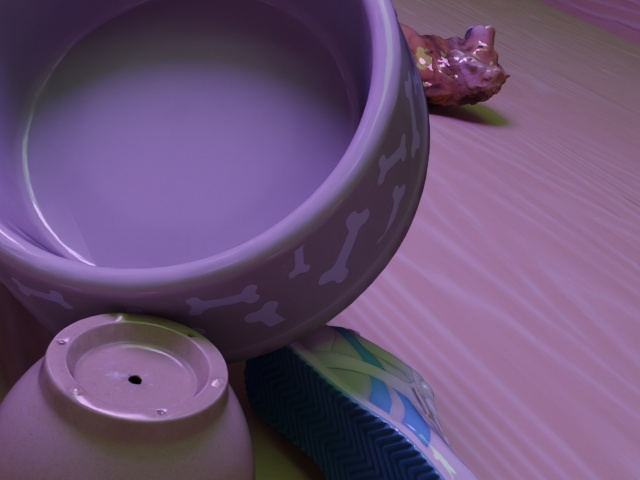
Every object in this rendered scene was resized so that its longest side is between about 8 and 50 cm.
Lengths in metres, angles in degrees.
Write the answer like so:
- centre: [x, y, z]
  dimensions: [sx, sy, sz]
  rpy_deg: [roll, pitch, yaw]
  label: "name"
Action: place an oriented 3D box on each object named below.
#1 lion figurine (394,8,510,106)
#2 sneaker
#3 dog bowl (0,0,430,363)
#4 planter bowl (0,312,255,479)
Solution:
- centre: [0.092, -0.281, 1.388]
  dimensions: [0.392, 0.142, 0.240]
  rpy_deg: [-15, 44, -23]
  label: "lion figurine"
- centre: [0.045, 0.125, 0.558]
  dimensions: [0.092, 0.087, 0.228]
  rpy_deg: [-4, 33, -38]
  label: "sneaker"
- centre: [-0.098, -0.094, 0.582]
  dimensions: [0.348, 0.349, 0.102]
  rpy_deg: [22, -17, 14]
  label: "dog bowl"
- centre: [-0.107, 0.110, 0.478]
  dimensions: [0.162, 0.109, 0.162]
  rpy_deg: [12, 26, -6]
  label: "planter bowl"
